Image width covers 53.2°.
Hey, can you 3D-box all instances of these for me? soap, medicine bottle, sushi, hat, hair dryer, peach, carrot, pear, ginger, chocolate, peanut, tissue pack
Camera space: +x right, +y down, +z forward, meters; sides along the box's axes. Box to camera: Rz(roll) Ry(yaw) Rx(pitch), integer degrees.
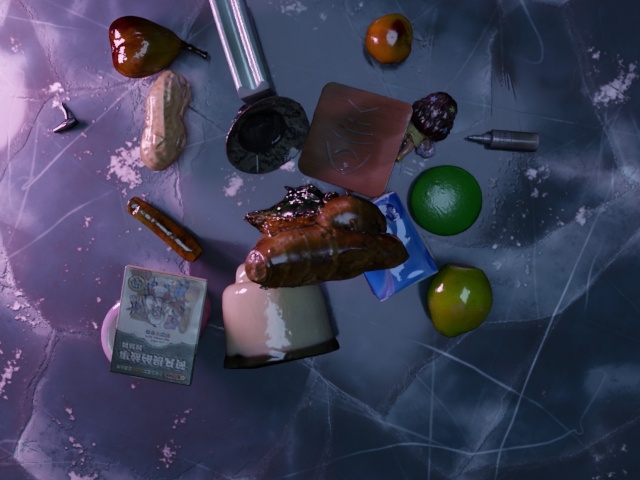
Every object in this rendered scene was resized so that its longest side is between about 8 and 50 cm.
[{"bbox_3d":[-0.219,-0.541,1.787,0.095,0.173,0.289,-17,95,3],"label":"soap"},{"bbox_3d":[0.530,-0.292,1.858,0.199,0.057,0.057,5,95,1],"label":"medicine bottle"},{"bbox_3d":[-0.067,-0.085,1.849,0.287,0.149,0.140,-3,124,26],"label":"sushi"},{"bbox_3d":[-0.178,-0.320,1.823,0.265,0.265,0.128,-51,52,5],"label":"hat"},{"bbox_3d":[-0.762,-0.365,1.890,0.079,0.031,0.083,-22,81,11],"label":"hair dryer"},{"bbox_3d":[0.192,-0.569,1.804,0.138,0.138,0.138,0,95,1],"label":"peach"},{"bbox_3d":[-0.462,-0.033,1.894,0.260,0.070,0.070,38,95,-2],"label":"carrot"},{"bbox_3d":[0.400,0.175,1.845,0.187,0.187,0.219,5,97,0],"label":"pear"},{"bbox_3d":[-0.431,0.222,1.756,0.219,0.388,0.219,0,96,2],"label":"medicine bottle"},{"bbox_3d":[0.000,0.000,1.662,0.418,0.176,0.254,-13,55,-10],"label":"ginger"},{"bbox_3d":[-0.121,0.204,1.812,0.314,0.326,0.297,-8,78,8],"label":"chocolate"},{"bbox_3d":[-0.443,-0.342,1.833,0.130,0.130,0.290,7,96,0],"label":"peanut"},{"bbox_3d":[0.187,0.013,1.847,0.198,0.146,0.263,-28,94,3],"label":"tissue pack"}]

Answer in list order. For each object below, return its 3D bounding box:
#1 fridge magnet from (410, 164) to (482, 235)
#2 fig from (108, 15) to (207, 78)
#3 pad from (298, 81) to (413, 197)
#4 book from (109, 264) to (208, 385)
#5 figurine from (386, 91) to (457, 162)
[{"bbox_3d":[0.366,-0.115,1.862,0.208,0.088,0.208,0,94,1],"label":"fridge magnet"},{"bbox_3d":[-0.460,-0.544,1.817,0.274,0.145,0.170,0,96,-11],"label":"fig"},{"bbox_3d":[0.093,-0.289,1.829,0.286,0.018,0.284,21,96,23],"label":"pad"},{"bbox_3d":[-0.390,0.206,1.545,0.202,0.027,0.264,11,95,-1],"label":"book"},{"bbox_3d":[0.287,-0.324,1.829,0.240,0.116,0.175,-44,93,5],"label":"figurine"}]
